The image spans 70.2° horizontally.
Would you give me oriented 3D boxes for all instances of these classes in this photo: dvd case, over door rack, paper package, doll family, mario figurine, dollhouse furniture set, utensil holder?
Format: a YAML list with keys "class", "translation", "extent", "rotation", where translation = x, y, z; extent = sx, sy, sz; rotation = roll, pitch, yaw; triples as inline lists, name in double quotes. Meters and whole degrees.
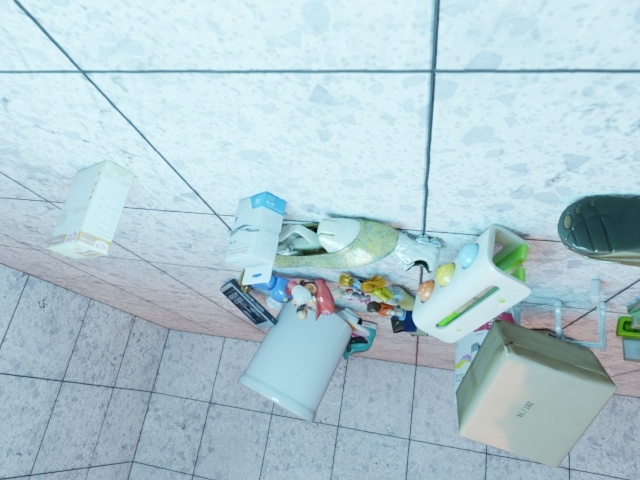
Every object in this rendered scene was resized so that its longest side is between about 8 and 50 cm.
- class: "dvd case"
  translation: [-0.287, 0.254, 1.794]
  extent: [0.238, 0.030, 0.179]
  rotation: [45, 151, -8]
- class: "over door rack"
  translation: [0.647, 0.190, 1.253]
  extent: [0.239, 0.108, 0.324]
  rotation: [-3, 142, 34]
- class: "paper package"
  translation: [0.576, 0.425, 1.270]
  extent: [0.309, 0.168, 0.325]
  rotation: [19, 116, 3]
- class: "doll family"
  translation: [0.140, 0.149, 1.386]
  extent: [0.163, 0.119, 0.263]
  rotation: [17, 178, -36]
- class: "mario figurine"
  translation: [-0.112, 0.190, 1.478]
  extent: [0.320, 0.170, 0.198]
  rotation: [16, -165, 6]
- class: "dollhouse furniture set"
  translation: [0.924, 0.254, 1.196]
  extent: [0.197, 0.151, 0.301]
  rotation: [2, 159, 20]
- class: "utensil holder"
  translation: [-0.088, 0.461, 1.801]
  extent: [0.327, 0.386, 0.328]
  rotation: [25, 158, 11]

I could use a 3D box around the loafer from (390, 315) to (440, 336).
- class: "loafer"
  translation: [0.384, 0.348, 1.816]
  extent: [0.220, 0.079, 0.080]
  rotation: [-4, 156, 35]

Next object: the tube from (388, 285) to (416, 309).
- class: "tube"
  translation: [0.287, 0.208, 1.522]
  extent: [0.070, 0.062, 0.240]
  rotation: [46, -174, 32]

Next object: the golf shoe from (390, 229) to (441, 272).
- class: "golf shoe"
  translation: [0.182, 0.025, 1.027]
  extent: [0.176, 0.086, 0.069]
  rotation: [9, 162, 6]

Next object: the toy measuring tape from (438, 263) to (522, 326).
- class: "toy measuring tape"
  translation: [0.399, 0.122, 1.217]
  extent: [0.121, 0.121, 0.330]
  rotation: [16, 137, -17]

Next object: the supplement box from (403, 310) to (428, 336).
- class: "supplement box"
  translation: [0.365, 0.315, 1.728]
  extent: [0.083, 0.083, 0.056]
  rotation: [27, 154, -38]

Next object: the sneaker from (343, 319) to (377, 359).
- class: "sneaker"
  translation: [0.102, 0.448, 2.076]
  extent: [0.295, 0.179, 0.124]
  rotation: [7, 160, 8]

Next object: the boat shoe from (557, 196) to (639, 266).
- class: "boat shoe"
  translation: [0.563, -0.008, 0.731]
  extent: [0.323, 0.123, 0.120]
  rotation: [8, 167, 29]

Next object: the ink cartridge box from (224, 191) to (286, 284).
- class: "ink cartridge box"
  translation: [-0.141, -0.003, 0.965]
  extent: [0.060, 0.180, 0.104]
  rotation: [26, 154, -38]

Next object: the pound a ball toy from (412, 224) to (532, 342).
- class: "pound a ball toy"
  translation: [0.314, 0.080, 1.021]
  extent: [0.135, 0.208, 0.319]
  rotation: [28, 140, -6]

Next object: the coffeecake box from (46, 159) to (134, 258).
- class: "coffeecake box"
  translation: [-0.484, -0.061, 0.961]
  extent: [0.142, 0.186, 0.068]
  rotation: [-6, 155, 38]

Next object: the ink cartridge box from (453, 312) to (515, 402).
- class: "ink cartridge box"
  translation: [0.568, 0.413, 1.571]
  extent: [0.131, 0.306, 0.226]
  rotation: [12, 159, -7]

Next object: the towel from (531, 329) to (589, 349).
- class: "towel"
  translation: [0.853, 0.419, 1.822]
  extent: [0.324, 0.056, 0.312]
  rotation: [21, 157, -30]

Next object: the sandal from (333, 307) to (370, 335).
- class: "sandal"
  translation: [0.091, 0.303, 1.858]
  extent: [0.265, 0.076, 0.102]
  rotation: [25, 158, 15]

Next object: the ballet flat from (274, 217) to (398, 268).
- class: "ballet flat"
  translation: [0.000, 0.000, 1.021]
  extent: [0.348, 0.123, 0.123]
  rotation: [-6, 155, 38]
